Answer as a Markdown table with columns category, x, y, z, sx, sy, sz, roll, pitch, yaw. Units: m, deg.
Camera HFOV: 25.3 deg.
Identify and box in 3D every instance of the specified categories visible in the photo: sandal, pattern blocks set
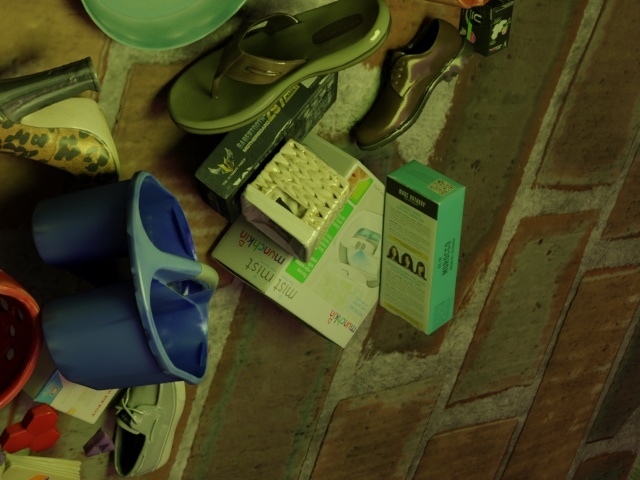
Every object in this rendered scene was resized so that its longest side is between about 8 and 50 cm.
| category | x | y | z | sx | sy | sz | roll | pitch | yaw |
| --- | --- | --- | --- | --- | --- | --- | --- | --- | --- |
| sandal | -0.061 | -0.237 | 1.762 | 0.302 | 0.120 | 0.086 | -27 | 146 | 8 |
| pattern blocks set | -0.414 | 0.349 | 1.890 | 0.325 | 0.026 | 0.285 | -40 | 146 | 6 |

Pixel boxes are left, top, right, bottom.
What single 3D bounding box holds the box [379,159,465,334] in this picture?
| category | x | y | z | sx | sy | sz | roll | pitch | yaw |
| --- | --- | --- | --- | --- | --- | --- | --- | --- | --- |
| box | 0.146 | 0.012 | 2.071 | 0.060 | 0.100 | 0.244 | -31 | 139 | -35 |

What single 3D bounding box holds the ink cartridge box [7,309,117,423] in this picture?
| category | x | y | z | sx | sy | sz | roll | pitch | yaw |
| --- | --- | --- | --- | --- | --- | --- | --- | --- | --- |
| ink cartridge box | -0.327 | 0.168 | 1.857 | 0.092 | 0.090 | 0.143 | -54 | 145 | -2 |

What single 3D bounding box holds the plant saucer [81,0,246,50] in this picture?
| category | x | y | z | sx | sy | sz | roll | pitch | yaw |
| --- | --- | --- | --- | --- | --- | --- | --- | --- | --- |
| plant saucer | -0.168 | -0.375 | 1.654 | 0.317 | 0.043 | 0.318 | -30 | 137 | -33 |

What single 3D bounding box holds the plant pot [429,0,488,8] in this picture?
| category | x | y | z | sx | sy | sz | roll | pitch | yaw |
| --- | --- | --- | --- | --- | --- | --- | --- | --- | --- |
| plant pot | 0.093 | -0.406 | 1.693 | 0.272 | 0.265 | 0.272 | -44 | 146 | -41 |

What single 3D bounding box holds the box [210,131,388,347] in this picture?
| category | x | y | z | sx | sy | sz | roll | pitch | yaw |
| --- | --- | --- | --- | --- | --- | --- | --- | --- | --- |
| box | 0.000 | 0.000 | 2.082 | 0.231 | 0.126 | 0.262 | -55 | 146 | -4 |

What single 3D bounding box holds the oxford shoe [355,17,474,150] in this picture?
| category | x | y | z | sx | sy | sz | roll | pitch | yaw |
| --- | --- | --- | --- | --- | --- | --- | --- | --- | --- |
| oxford shoe | 0.117 | -0.232 | 2.090 | 0.096 | 0.083 | 0.227 | 40 | 87 | -32 |

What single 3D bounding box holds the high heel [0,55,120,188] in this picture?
| category | x | y | z | sx | sy | sz | roll | pitch | yaw |
| --- | --- | --- | --- | --- | --- | --- | --- | --- | --- |
| high heel | -0.336 | -0.106 | 1.667 | 0.186 | 0.093 | 0.261 | -18 | 149 | -10 |

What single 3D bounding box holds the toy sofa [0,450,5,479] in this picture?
| category | x | y | z | sx | sy | sz | roll | pitch | yaw |
| --- | --- | --- | --- | --- | --- | --- | --- | --- | --- |
| toy sofa | -0.531 | 0.288 | 1.541 | 0.362 | 0.177 | 0.150 | -17 | 125 | 10 |

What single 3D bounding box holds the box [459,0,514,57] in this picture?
| category | x | y | z | sx | sy | sz | roll | pitch | yaw |
| --- | --- | --- | --- | --- | --- | --- | --- | --- | --- |
| box | 0.251 | -0.332 | 2.162 | 0.052 | 0.062 | 0.083 | -27 | 135 | -36 |

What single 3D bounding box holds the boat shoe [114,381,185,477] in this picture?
| category | x | y | z | sx | sy | sz | roll | pitch | yaw |
| --- | --- | --- | --- | --- | --- | --- | --- | --- | --- |
| boat shoe | -0.250 | 0.249 | 2.022 | 0.081 | 0.079 | 0.227 | -24 | 137 | -43 |

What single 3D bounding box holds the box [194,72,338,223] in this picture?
| category | x | y | z | sx | sy | sz | roll | pitch | yaw |
| --- | --- | --- | --- | --- | --- | --- | --- | --- | --- |
| box | -0.068 | -0.139 | 1.878 | 0.233 | 0.059 | 0.183 | -50 | 174 | -7 |

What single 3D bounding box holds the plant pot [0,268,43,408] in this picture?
| category | x | y | z | sx | sy | sz | roll | pitch | yaw |
| --- | --- | --- | --- | --- | --- | --- | --- | --- | --- |
| plant pot | -0.435 | 0.092 | 1.596 | 0.191 | 0.174 | 0.191 | -31 | 138 | -32 |

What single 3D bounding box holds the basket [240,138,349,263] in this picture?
| category | x | y | z | sx | sy | sz | roll | pitch | yaw |
| --- | --- | --- | --- | --- | --- | --- | --- | --- | --- |
| basket | -0.031 | -0.051 | 1.864 | 0.103 | 0.113 | 0.167 | -52 | 176 | -8 |

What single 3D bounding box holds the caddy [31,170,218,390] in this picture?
| category | x | y | z | sx | sy | sz | roll | pitch | yaw |
| --- | --- | --- | --- | --- | --- | --- | --- | --- | --- |
| caddy | -0.213 | 0.053 | 1.706 | 0.341 | 0.179 | 0.241 | 55 | 27 | -77 |
